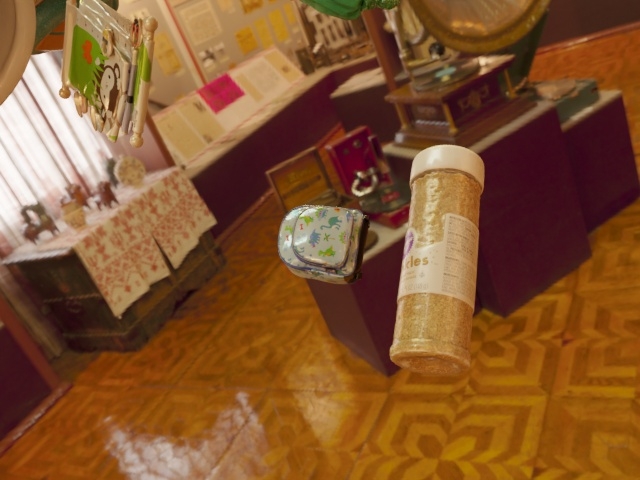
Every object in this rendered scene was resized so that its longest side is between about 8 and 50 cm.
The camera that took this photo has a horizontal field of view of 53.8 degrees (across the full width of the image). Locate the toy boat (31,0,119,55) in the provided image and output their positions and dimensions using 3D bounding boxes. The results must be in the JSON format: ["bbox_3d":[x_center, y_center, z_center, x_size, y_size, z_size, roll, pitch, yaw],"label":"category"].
[{"bbox_3d":[-0.443,-0.426,1.106,0.267,0.148,0.318,-45,11,-22],"label":"toy boat"}]

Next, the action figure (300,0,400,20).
[{"bbox_3d":[-0.021,-0.293,0.640,0.063,0.232,0.137,-51,-10,-34],"label":"action figure"}]

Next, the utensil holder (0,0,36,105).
[{"bbox_3d":[-0.626,-0.349,0.809,0.385,0.327,0.328,39,56,20],"label":"utensil holder"}]

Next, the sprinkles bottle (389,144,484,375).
[{"bbox_3d":[0.188,0.025,0.989,0.121,0.121,0.355,-8,58,33],"label":"sprinkles bottle"}]

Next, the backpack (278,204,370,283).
[{"bbox_3d":[0.000,0.000,0.861,0.114,0.084,0.104,5,72,17],"label":"backpack"}]

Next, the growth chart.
[{"bbox_3d":[-0.262,-0.206,0.760,0.021,0.171,0.237,-12,35,-41],"label":"growth chart"}]
